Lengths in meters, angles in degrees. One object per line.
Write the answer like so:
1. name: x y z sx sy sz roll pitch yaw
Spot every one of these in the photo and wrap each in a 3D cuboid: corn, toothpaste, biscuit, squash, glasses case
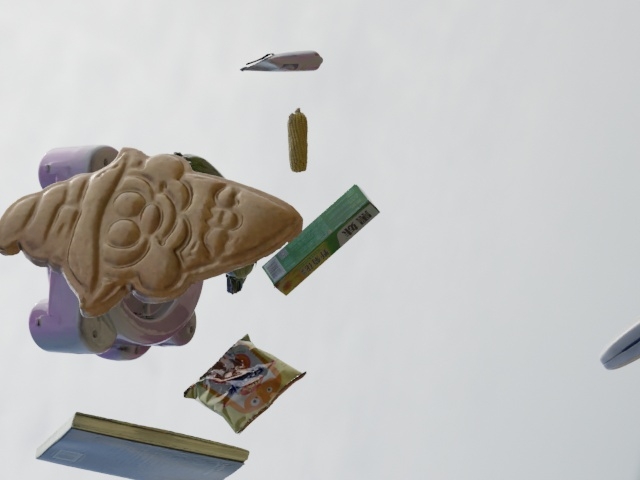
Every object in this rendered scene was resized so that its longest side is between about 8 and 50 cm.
1. corn: -0.029 -0.127 2.076 0.028 0.027 0.083 150 119 -83
2. toothpaste: -0.044 -0.234 2.154 0.170 0.045 0.028 -14 -92 -59
3. biscuit: -0.139 -0.012 1.320 0.035 0.250 0.162 89 179 -57
4. squash: -0.156 -0.040 2.472 0.071 0.080 0.318 -118 3 -45
5. toothpaste: 0.000 0.000 2.252 0.178 0.043 0.037 -42 -43 6
6. glasses case: 0.452 0.114 2.199 0.193 0.049 0.074 -43 -7 37

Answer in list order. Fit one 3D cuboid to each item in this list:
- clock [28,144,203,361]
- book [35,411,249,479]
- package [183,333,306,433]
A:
1. clock: -0.214 0.018 1.793 0.248 0.090 0.227 15 -103 -63
2. book: -0.222 0.266 2.022 0.160 0.228 0.024 138 141 -55
3. package: -0.089 0.164 1.876 0.108 0.121 0.031 -42 -47 -20
